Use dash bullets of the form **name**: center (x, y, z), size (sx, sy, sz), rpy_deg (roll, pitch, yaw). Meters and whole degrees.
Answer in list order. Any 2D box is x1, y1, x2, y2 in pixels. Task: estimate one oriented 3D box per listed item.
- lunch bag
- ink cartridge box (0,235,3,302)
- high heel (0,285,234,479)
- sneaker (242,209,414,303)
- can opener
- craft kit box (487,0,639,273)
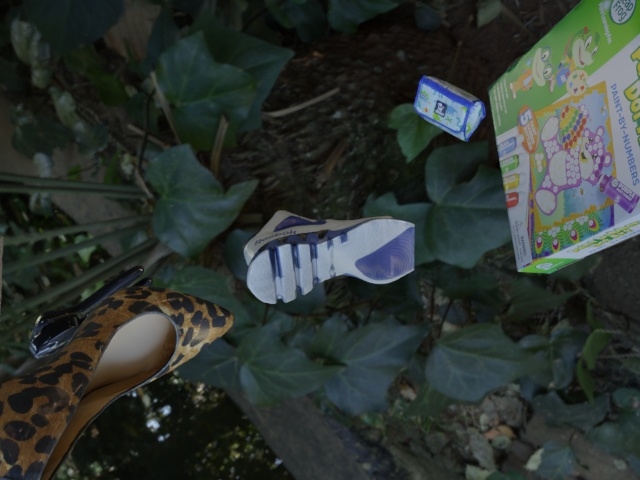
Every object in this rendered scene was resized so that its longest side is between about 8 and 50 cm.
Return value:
- **lunch bag**: center (0.278, -0.291, 1.363), size (0.129, 0.096, 0.151), rpy_deg (33, 179, 19)
- **ink cartridge box**: center (-0.532, 0.061, 0.530), size (0.285, 0.395, 0.166), rpy_deg (-45, 43, 16)
- **high heel**: center (-0.148, 0.113, 0.494), size (0.186, 0.261, 0.093), rpy_deg (26, 117, 47)
- **sneaker**: center (-0.001, 0.000, 1.118), size (0.182, 0.315, 0.127), rpy_deg (-135, 41, -57)
- **can opener**: center (-0.317, 0.101, 0.882), size (0.073, 0.186, 0.059), rpy_deg (38, 153, 38)
- **craft kit box**: center (0.284, -0.117, 0.667), size (0.246, 0.061, 0.250), rpy_deg (139, 131, -59)
